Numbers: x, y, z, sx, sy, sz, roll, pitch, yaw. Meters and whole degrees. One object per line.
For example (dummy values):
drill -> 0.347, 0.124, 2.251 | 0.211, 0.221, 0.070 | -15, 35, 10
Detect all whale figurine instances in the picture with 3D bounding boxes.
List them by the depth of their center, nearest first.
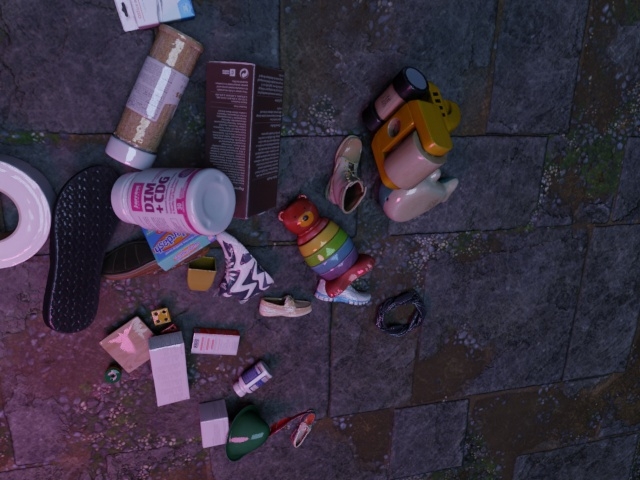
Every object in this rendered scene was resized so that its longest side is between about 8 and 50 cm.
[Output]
whale figurine -> 0.299, -0.161, 1.539 | 0.272, 0.141, 0.216 | -14, 148, -31

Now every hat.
hat -> -0.176, 0.632, 1.582 | 0.173, 0.184, 0.208 | 24, 78, -61

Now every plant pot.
plant pot -> -0.353, 0.100, 1.453 | 0.081, 0.081, 0.083 | 7, 117, -18

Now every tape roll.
tape roll -> -0.826, -0.074, 1.247 | 0.286, 0.100, 0.286 | -5, 109, -15

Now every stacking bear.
stacking bear -> 0.000, 0.000, 1.481 | 0.175, 0.164, 0.289 | -40, 102, -2

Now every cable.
cable -> 0.275, 0.261, 1.707 | 0.185, 0.047, 0.150 | -26, 117, -10

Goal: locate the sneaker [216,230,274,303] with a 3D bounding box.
sneaker -> -0.264, 0.092, 1.464 | 0.153, 0.094, 0.235 | -43, 124, -9

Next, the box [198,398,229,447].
box -> -0.343, 0.588, 1.594 | 0.087, 0.102, 0.101 | -6, 109, -17

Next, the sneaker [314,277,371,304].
sneaker -> 0.079, 0.158, 1.602 | 0.191, 0.071, 0.082 | 8, 99, -19

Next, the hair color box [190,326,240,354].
hair color box -> -0.328, 0.315, 1.544 | 0.141, 0.043, 0.071 | 8, 104, -19

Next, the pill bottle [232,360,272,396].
pill bottle -> -0.221, 0.450, 1.604 | 0.120, 0.067, 0.067 | -37, 113, -3

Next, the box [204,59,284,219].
box -> -0.200, -0.263, 1.304 | 0.143, 0.191, 0.381 | 8, 105, 17

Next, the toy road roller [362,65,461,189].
toy road roller -> 0.287, -0.305, 1.393 | 0.241, 0.202, 0.329 | 6, 61, -32

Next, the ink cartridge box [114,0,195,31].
ink cartridge box -> -0.414, -0.589, 1.226 | 0.180, 0.060, 0.104 | -17, 111, -11

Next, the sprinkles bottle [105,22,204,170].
sprinkles bottle -> -0.423, -0.360, 1.262 | 0.121, 0.121, 0.355 | 24, 99, -21

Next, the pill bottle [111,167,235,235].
pill bottle -> -0.367, -0.099, 1.221 | 0.283, 0.160, 0.160 | 4, 112, 29

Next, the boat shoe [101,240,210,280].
boat shoe -> -0.460, 0.056, 1.386 | 0.307, 0.110, 0.104 | -17, 143, 5

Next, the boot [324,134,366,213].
boot -> 0.088, -0.193, 1.438 | 0.077, 0.165, 0.213 | 16, 103, -21

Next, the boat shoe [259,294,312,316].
boat shoe -> -0.108, 0.203, 1.562 | 0.170, 0.063, 0.059 | -2, 113, -15

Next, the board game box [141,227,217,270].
board game box -> -0.393, -0.044, 1.330 | 0.160, 0.210, 0.047 | -33, 149, -5

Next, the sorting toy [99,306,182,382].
sorting toy -> -0.548, 0.296, 1.472 | 0.275, 0.046, 0.132 | -35, 113, -3

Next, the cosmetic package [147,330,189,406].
cosmetic package -> -0.454, 0.386, 1.487 | 0.099, 0.060, 0.239 | -7, 124, -19

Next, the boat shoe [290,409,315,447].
boat shoe -> -0.057, 0.657, 1.730 | 0.049, 0.043, 0.137 | 31, 95, -20

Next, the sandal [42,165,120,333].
sandal -> -0.643, 0.015, 1.294 | 0.168, 0.107, 0.445 | 15, 87, -51
